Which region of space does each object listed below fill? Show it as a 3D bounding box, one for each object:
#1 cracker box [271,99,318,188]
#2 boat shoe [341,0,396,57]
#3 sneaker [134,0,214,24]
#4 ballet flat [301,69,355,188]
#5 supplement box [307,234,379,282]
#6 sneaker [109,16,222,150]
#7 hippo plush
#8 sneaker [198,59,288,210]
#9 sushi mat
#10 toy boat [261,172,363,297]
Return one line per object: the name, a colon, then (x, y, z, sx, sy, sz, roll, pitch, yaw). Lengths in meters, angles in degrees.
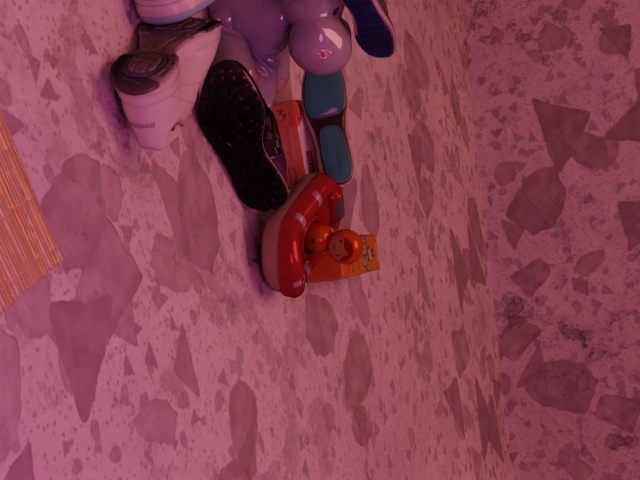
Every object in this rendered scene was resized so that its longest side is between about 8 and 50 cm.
cracker box: (-0.023, -0.177, 2.172, 0.232, 0.067, 0.155, -13, 94, -69)
boat shoe: (0.082, -0.370, 1.865, 0.183, 0.066, 0.066, 62, 31, -49)
sneaker: (-0.174, -0.474, 1.703, 0.319, 0.127, 0.208, -51, 137, -40)
ballet flat: (0.012, -0.210, 2.093, 0.086, 0.086, 0.248, 7, 77, -69)
supplement box: (0.043, 0.031, 2.244, 0.233, 0.080, 0.078, -12, 95, -72)
sneaker: (-0.218, -0.235, 1.672, 0.297, 0.111, 0.129, -62, 155, -53)
hippo plush: (-0.050, -0.365, 1.936, 0.234, 0.237, 0.294, -8, 89, -69)
sneaker: (-0.123, -0.189, 1.891, 0.124, 0.107, 0.283, -85, 165, -46)
sushi mat: (-0.373, -0.089, 1.280, 0.151, 0.019, 0.316, -57, 134, -59)
toy boat: (0.000, 0.000, 1.976, 0.231, 0.151, 0.151, -55, 152, -39)
